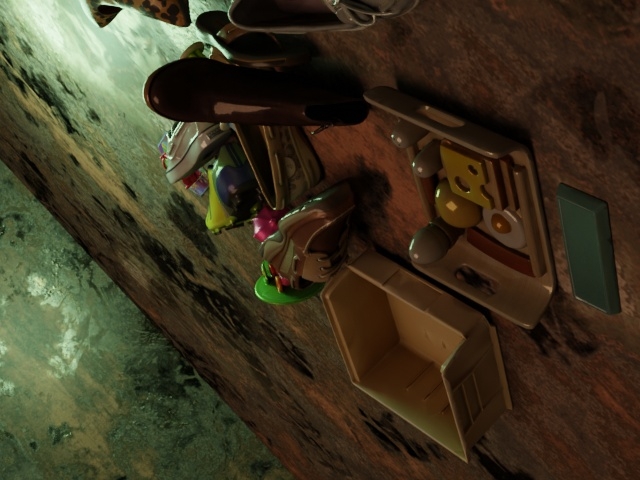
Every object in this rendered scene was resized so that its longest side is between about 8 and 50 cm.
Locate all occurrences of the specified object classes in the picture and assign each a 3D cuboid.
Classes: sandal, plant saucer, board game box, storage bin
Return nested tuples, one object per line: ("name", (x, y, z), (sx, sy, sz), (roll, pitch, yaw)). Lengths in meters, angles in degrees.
("sandal", (-0.099, -0.288, 1.533), (0.219, 0.090, 0.060), (38, 136, 43))
("plant saucer", (0.315, 0.016, 1.313), (0.067, 0.018, 0.192), (30, 153, 40))
("board game box", (-0.279, -0.140, 2.183), (0.133, 0.033, 0.169), (49, 159, -3))
("storage bin", (0.153, 0.175, 1.758), (0.262, 0.123, 0.260), (31, 154, 39))

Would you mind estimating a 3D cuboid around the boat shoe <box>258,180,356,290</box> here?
("boat shoe", (0.000, 0.000, 1.740), (0.116, 0.123, 0.324), (55, 162, 4))

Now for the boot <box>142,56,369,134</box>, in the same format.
("boot", (-0.085, -0.191, 1.476), (0.207, 0.248, 0.090), (16, 106, 49))

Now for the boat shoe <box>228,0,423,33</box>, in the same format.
("boat shoe", (0.004, -0.286, 1.272), (0.320, 0.103, 0.118), (15, 141, 56))

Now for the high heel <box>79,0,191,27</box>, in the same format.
("high heel", (-0.288, -0.353, 1.736), (0.186, 0.093, 0.261), (53, 151, 6))

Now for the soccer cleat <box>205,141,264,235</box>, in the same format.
("soccer cleat", (-0.160, -0.092, 1.983), (0.121, 0.093, 0.289), (65, 162, 9))

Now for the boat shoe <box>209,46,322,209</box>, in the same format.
("boat shoe", (-0.094, -0.176, 1.676), (0.104, 0.089, 0.285), (15, 141, 56))

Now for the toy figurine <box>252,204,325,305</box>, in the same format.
("toy figurine", (-0.072, 0.003, 1.966), (0.173, 0.130, 0.159), (-119, 15, -59))

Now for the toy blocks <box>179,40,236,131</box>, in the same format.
("toy blocks", (-0.157, -0.229, 1.757), (0.148, 0.054, 0.123), (44, 159, 11))

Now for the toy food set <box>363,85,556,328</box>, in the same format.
("toy food set", (0.168, -0.039, 1.397), (0.220, 0.092, 0.306), (30, 153, 40))

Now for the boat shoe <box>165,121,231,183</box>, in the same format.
("boat shoe", (-0.228, -0.176, 1.961), (0.084, 0.095, 0.258), (55, 150, 0))
